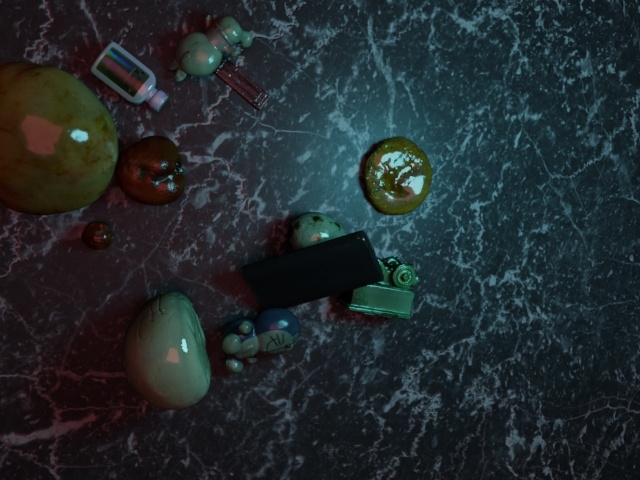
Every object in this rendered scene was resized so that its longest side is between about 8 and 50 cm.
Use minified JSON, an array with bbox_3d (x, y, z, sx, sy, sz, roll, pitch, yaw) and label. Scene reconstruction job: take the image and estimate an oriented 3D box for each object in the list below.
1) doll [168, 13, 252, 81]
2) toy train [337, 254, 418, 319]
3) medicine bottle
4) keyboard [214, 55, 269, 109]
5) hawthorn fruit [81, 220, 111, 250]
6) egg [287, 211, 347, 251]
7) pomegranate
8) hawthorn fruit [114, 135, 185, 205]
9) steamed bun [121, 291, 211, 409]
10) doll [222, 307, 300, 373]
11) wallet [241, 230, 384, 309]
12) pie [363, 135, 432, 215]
[{"bbox_3d":[-0.340,-0.587,1.672,0.274,0.113,0.155,-34,87,-8],"label":"doll"},{"bbox_3d":[0.200,0.149,1.886,0.265,0.145,0.202,11,96,-16],"label":"toy train"},{"bbox_3d":[-0.558,-0.474,1.646,0.219,0.078,0.115,37,84,-15],"label":"medicine bottle"},{"bbox_3d":[-0.256,-0.503,1.759,0.204,0.013,0.061,39,84,-15],"label":"keyboard"},{"bbox_3d":[-0.669,-0.017,1.669,0.092,0.093,0.093,-2,96,-15],"label":"hawthorn fruit"},{"bbox_3d":[0.000,0.000,1.804,0.231,0.169,0.169,23,89,-28],"label":"egg"},{"bbox_3d":[-0.726,-0.263,1.477,0.410,0.411,0.412,-2,96,-15],"label":"pomegranate"},{"bbox_3d":[-0.528,-0.200,1.633,0.243,0.207,0.208,-4,97,-2],"label":"hawthorn fruit"},{"bbox_3d":[-0.465,0.335,1.640,0.232,0.312,0.334,-16,98,-6],"label":"steamed bun"},{"bbox_3d":[-0.189,0.314,1.795,0.258,0.154,0.228,-7,137,-6],"label":"doll"},{"bbox_3d":[-0.021,0.103,1.744,0.405,0.062,0.228,-16,135,13],"label":"wallet"},{"bbox_3d":[0.264,-0.220,1.904,0.273,0.069,0.274,-1,93,-12],"label":"pie"}]
